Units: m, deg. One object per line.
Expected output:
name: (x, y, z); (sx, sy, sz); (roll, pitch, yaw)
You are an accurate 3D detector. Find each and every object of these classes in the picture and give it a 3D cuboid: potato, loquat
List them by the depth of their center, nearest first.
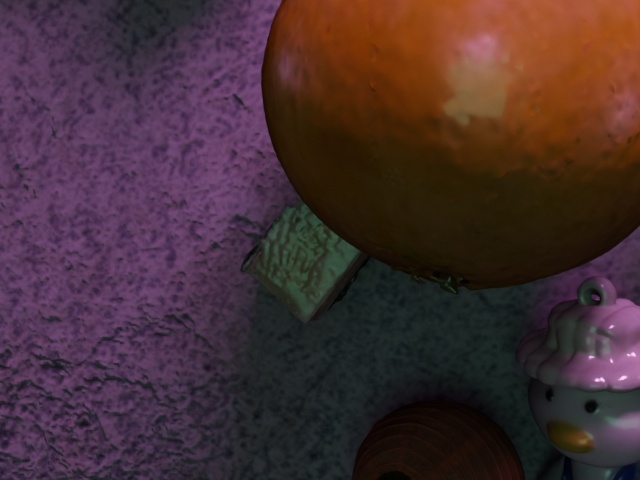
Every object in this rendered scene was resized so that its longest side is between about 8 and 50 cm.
loquat: (0.094, -0.095, 0.472); (0.262, 0.263, 0.263); (2, 102, 10)
potato: (0.001, -0.002, 0.612); (0.086, 0.061, 0.122); (39, 105, 3)

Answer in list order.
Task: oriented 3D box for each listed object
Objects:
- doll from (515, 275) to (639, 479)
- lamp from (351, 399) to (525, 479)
doll: (0.214, 0.168, 0.581); (0.119, 0.138, 0.293); (-15, 105, -28)
lamp: (0.091, 0.191, 0.601); (0.136, 0.136, 0.137); (2, 102, 10)
